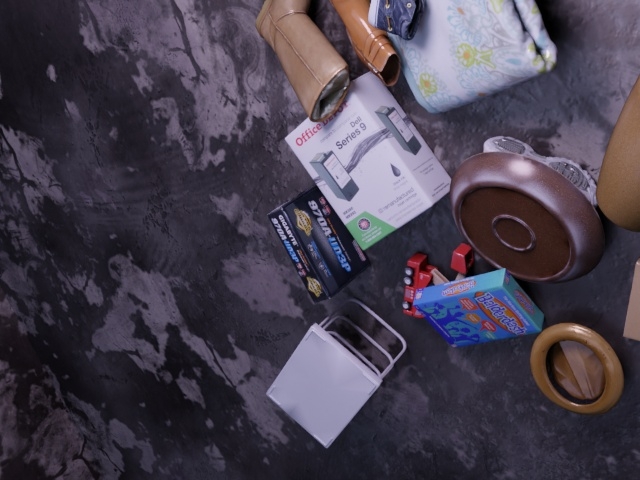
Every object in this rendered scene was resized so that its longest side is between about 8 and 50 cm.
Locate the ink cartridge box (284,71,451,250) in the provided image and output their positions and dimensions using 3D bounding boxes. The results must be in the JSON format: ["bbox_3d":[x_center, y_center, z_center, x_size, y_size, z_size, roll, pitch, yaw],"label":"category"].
[{"bbox_3d":[0.096,-0.159,1.661,0.211,0.121,0.289,-36,90,41],"label":"ink cartridge box"}]

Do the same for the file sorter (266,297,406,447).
[{"bbox_3d":[0.041,0.301,1.907,0.193,0.173,0.277,40,131,10],"label":"file sorter"}]

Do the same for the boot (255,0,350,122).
[{"bbox_3d":[-0.013,-0.399,1.563,0.269,0.089,0.236,60,141,32],"label":"boot"}]

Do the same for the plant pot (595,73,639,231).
[{"bbox_3d":[0.551,-0.130,1.303,0.237,0.237,0.254,40,144,12],"label":"plant pot"}]

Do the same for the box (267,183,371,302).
[{"bbox_3d":[0.000,0.000,1.777,0.051,0.175,0.220,-21,99,42],"label":"box"}]

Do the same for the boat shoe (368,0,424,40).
[{"bbox_3d":[0.133,-0.421,1.357,0.083,0.065,0.183,31,144,22],"label":"boat shoe"}]

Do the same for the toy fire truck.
[{"bbox_3d":[0.245,0.087,1.733,0.135,0.047,0.192,17,123,26],"label":"toy fire truck"}]

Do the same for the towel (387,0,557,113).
[{"bbox_3d":[0.207,-0.413,1.388,0.374,0.090,0.320,63,159,-8],"label":"towel"}]

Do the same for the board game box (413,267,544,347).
[{"bbox_3d":[0.318,0.141,1.665,0.210,0.047,0.160,-19,128,39],"label":"board game box"}]

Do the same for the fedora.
[{"bbox_3d":[0.507,0.242,1.607,0.194,0.079,0.194,14,115,33],"label":"fedora"}]

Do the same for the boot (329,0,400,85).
[{"bbox_3d":[0.088,-0.381,1.483,0.152,0.073,0.197,61,-178,31],"label":"boot"}]

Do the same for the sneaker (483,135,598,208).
[{"bbox_3d":[0.398,-0.101,1.512,0.232,0.090,0.115,33,137,27],"label":"sneaker"}]

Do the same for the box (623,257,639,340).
[{"bbox_3d":[0.658,0.128,1.478,0.201,0.021,0.164,15,121,30],"label":"box"}]

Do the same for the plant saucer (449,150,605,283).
[{"bbox_3d":[0.365,-0.026,1.518,0.311,0.050,0.310,30,149,20],"label":"plant saucer"}]
